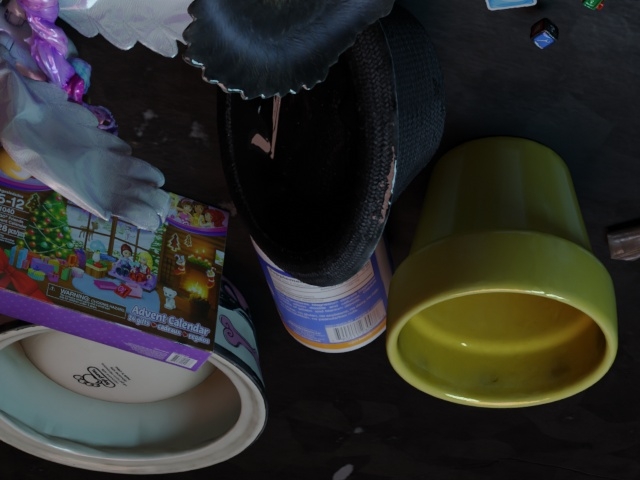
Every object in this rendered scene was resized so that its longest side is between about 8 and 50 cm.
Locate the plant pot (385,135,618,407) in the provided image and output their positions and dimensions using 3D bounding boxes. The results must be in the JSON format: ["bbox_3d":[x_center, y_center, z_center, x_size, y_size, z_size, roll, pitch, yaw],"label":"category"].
[{"bbox_3d":[0.200,0.025,1.810,0.254,0.239,0.254,2,146,1],"label":"plant pot"}]

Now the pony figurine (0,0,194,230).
[{"bbox_3d":[-0.284,-0.178,1.579,0.351,0.303,0.363,27,155,-17],"label":"pony figurine"}]

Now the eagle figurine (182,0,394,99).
[{"bbox_3d":[-0.013,-0.280,1.395,0.298,0.226,0.225,-34,112,5],"label":"eagle figurine"}]

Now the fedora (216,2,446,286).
[{"bbox_3d":[0.028,-0.124,1.633,0.152,0.334,0.334,-13,156,-33],"label":"fedora"}]

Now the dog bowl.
[{"bbox_3d":[-0.264,0.151,2.115,0.407,0.150,0.408,2,146,2],"label":"dog bowl"}]

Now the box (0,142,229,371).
[{"bbox_3d":[-0.256,0.016,1.874,0.293,0.201,0.057,18,143,-21],"label":"box"}]

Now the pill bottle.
[{"bbox_3d":[0.000,0.000,1.870,0.152,0.152,0.272,-4,144,10],"label":"pill bottle"}]

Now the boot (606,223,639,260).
[{"bbox_3d":[0.412,0.009,1.943,0.114,0.037,0.106,-25,123,30],"label":"boot"}]

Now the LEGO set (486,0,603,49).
[{"bbox_3d":[0.236,-0.291,1.540,0.182,0.060,0.244,-5,136,18],"label":"LEGO set"}]
